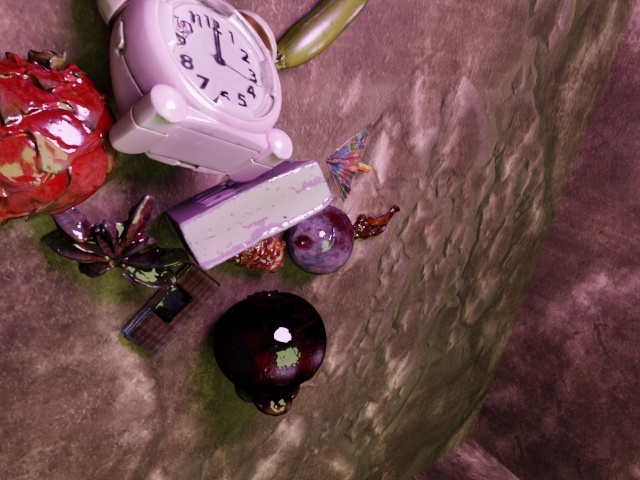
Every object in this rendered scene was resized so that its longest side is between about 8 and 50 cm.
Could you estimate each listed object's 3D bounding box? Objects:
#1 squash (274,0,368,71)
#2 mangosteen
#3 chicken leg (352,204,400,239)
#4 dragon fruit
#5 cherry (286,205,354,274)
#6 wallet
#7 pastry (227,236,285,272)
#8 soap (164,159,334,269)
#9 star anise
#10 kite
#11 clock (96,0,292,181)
[{"bbox_3d":[-0.005,-0.463,1.075,0.331,0.087,0.087,-45,137,-9],"label":"squash"},{"bbox_3d":[-0.129,0.283,1.264,0.297,0.297,0.313,32,53,-48],"label":"mangosteen"},{"bbox_3d":[0.163,-0.050,1.511,0.219,0.048,0.089,-16,128,-35],"label":"chicken leg"},{"bbox_3d":[-0.457,-0.149,0.767,0.299,0.244,0.244,-49,138,-16],"label":"dragon fruit"},{"bbox_3d":[-0.005,0.001,1.297,0.195,0.195,0.195,-22,128,-31],"label":"cherry"},{"bbox_3d":[-0.354,0.163,1.185,0.230,0.042,0.124,-47,140,-6],"label":"wallet"},{"bbox_3d":[-0.179,0.019,1.216,0.208,0.097,0.115,26,87,-46],"label":"pastry"},{"bbox_3d":[-0.156,-0.065,1.004,0.285,0.296,0.107,-28,108,-18],"label":"soap"},{"bbox_3d":[-0.391,0.011,0.959,0.283,0.129,0.212,-1,147,-1],"label":"star anise"},{"bbox_3d":[0.088,-0.221,1.363,0.183,0.014,0.241,8,108,-45],"label":"kite"},{"bbox_3d":[-0.208,-0.292,0.851,0.342,0.184,0.325,12,66,-54],"label":"clock"}]
